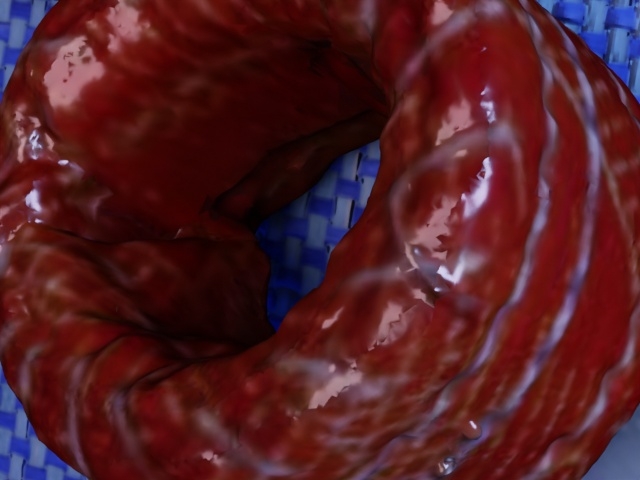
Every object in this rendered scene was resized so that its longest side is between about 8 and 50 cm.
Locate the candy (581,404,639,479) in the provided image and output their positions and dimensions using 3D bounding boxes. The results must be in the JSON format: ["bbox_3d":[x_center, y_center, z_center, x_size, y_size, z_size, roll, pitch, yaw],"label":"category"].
[{"bbox_3d":[0.165,0.086,0.957,0.174,0.071,0.138,-42,74,22],"label":"candy"}]

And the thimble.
[{"bbox_3d":[0.000,0.000,0.914,0.350,0.231,0.350,-14,67,35],"label":"thimble"}]
